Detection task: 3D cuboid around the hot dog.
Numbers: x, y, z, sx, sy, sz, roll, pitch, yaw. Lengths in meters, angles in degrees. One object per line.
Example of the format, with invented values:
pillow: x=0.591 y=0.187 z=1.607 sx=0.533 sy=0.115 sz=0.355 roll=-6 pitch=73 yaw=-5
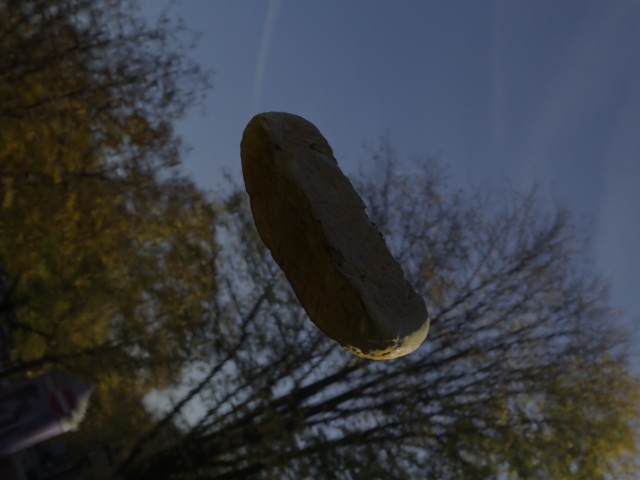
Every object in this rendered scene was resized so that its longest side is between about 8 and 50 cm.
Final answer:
hot dog: x=0.000 y=0.000 z=0.841 sx=0.073 sy=0.084 sz=0.242 roll=-43 pitch=-115 yaw=27
